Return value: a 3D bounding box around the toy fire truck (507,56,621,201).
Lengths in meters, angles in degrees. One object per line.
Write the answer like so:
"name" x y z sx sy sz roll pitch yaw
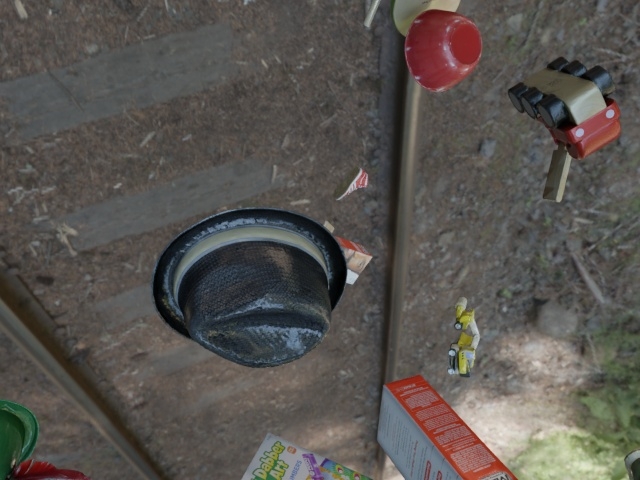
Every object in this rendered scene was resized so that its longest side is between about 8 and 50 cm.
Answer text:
"toy fire truck" 0.475 -0.197 1.092 0.158 0.217 0.246 -33 112 10

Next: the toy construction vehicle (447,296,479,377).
"toy construction vehicle" 0.183 0.126 0.707 0.086 0.035 0.098 -31 123 -66

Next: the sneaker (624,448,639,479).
"sneaker" 0.675 0.515 1.138 0.064 0.086 0.192 -29 112 4

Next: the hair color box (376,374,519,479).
"hair color box" 0.103 0.188 0.484 0.043 0.141 0.072 -9 119 -23

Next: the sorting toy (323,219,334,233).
"sorting toy" 0.000 0.000 1.227 0.083 0.012 0.062 -62 157 -6

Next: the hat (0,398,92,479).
"hat" -0.438 0.325 0.733 0.173 0.183 0.208 11 113 -43

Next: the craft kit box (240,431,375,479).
"craft kit box" -0.007 0.391 0.739 0.247 0.250 0.061 19 111 9

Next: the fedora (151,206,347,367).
"fedora" -0.102 0.104 0.924 0.334 0.152 0.334 -8 125 -12

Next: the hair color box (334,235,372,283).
"hair color box" 0.035 0.042 1.368 0.167 0.053 0.093 17 114 -43

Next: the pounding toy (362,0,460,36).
"pounding toy" 0.205 -0.583 1.320 0.237 0.110 0.183 -3 136 -31

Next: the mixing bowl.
"mixing bowl" 0.286 -0.423 1.242 0.181 0.098 0.181 -4 99 -28

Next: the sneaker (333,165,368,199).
"sneaker" 0.093 -0.159 1.663 0.118 0.042 0.067 -48 143 16
